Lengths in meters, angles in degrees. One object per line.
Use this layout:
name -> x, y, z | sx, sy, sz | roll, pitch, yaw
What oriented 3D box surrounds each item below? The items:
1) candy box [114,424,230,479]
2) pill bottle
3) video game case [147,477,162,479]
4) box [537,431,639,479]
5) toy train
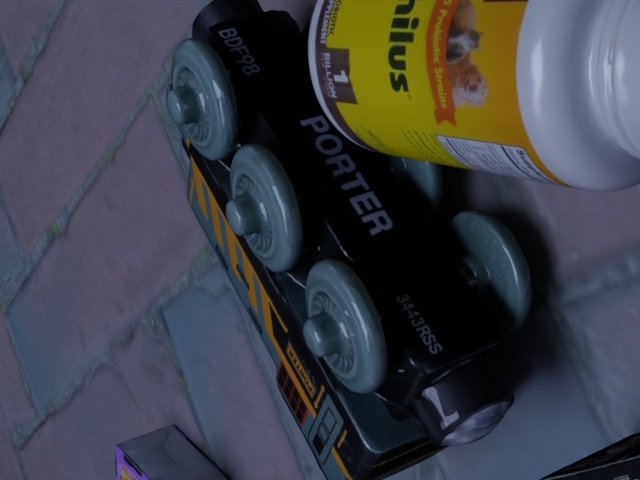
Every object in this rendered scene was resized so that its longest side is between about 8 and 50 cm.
candy box -> -0.136, 0.313, 1.012 | 0.165, 0.070, 0.196 | 30, 125, 47
pill bottle -> 0.097, -0.088, 0.479 | 0.215, 0.117, 0.117 | 16, 115, 52
video game case -> -0.150, 0.360, 0.963 | 0.206, 0.026, 0.227 | 60, 141, 21
box -> 0.204, 0.149, 0.447 | 0.180, 0.077, 0.147 | -39, 69, 54
toy train -> 0.000, 0.000, 0.648 | 0.334, 0.142, 0.190 | 58, 152, 25
